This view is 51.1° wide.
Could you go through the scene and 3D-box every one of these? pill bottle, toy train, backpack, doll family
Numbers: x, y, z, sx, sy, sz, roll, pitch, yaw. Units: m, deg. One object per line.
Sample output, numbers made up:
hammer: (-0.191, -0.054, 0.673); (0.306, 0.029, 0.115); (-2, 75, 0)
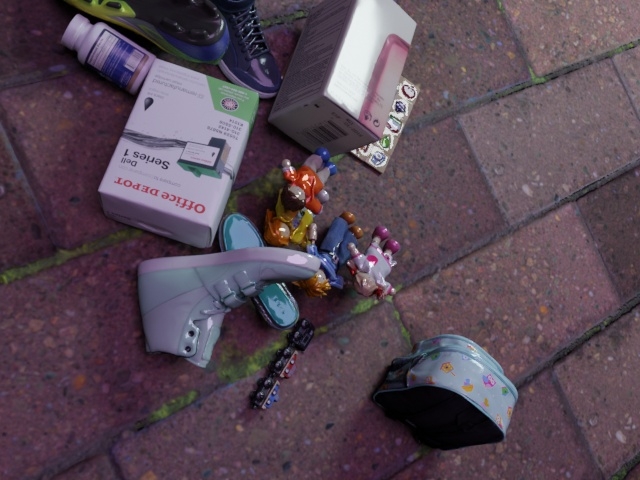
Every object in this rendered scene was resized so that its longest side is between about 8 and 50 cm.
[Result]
pill bottle: (-0.302, -0.267, 0.955); (0.120, 0.067, 0.067); (31, 66, -17)
toy train: (-0.054, 0.185, 0.992); (0.036, 0.027, 0.158); (45, 61, -22)
backpack: (0.202, 0.230, 1.015); (0.166, 0.188, 0.144); (43, 63, -10)
doll family: (0.000, 0.000, 1.019); (0.263, 0.118, 0.163); (50, 40, -12)

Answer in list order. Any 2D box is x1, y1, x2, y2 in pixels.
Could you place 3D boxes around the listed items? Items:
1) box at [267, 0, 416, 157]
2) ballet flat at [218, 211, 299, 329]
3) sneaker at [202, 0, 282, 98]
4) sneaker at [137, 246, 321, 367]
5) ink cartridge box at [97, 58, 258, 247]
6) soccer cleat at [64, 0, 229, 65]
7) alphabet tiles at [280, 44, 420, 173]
box: (0.037, -0.267, 1.059); (0.127, 0.149, 0.232); (32, 65, -30)
ballet flat: (-0.096, 0.049, 0.983); (0.070, 0.070, 0.188); (-24, 86, -29)
sneaker: (-0.113, -0.336, 1.015); (0.086, 0.163, 0.226); (-39, 98, -30)
sneaker: (-0.119, 0.092, 0.896); (0.256, 0.094, 0.151); (-7, 78, 11)
ink cartridge box: (-0.195, -0.120, 0.940); (0.160, 0.092, 0.219); (17, 69, -5)
soccer cleat: (-0.270, -0.332, 0.976); (0.289, 0.121, 0.093); (23, 74, 2)
alphabet tiles: (0.049, -0.257, 1.163); (0.237, 0.009, 0.198); (32, 66, -16)
